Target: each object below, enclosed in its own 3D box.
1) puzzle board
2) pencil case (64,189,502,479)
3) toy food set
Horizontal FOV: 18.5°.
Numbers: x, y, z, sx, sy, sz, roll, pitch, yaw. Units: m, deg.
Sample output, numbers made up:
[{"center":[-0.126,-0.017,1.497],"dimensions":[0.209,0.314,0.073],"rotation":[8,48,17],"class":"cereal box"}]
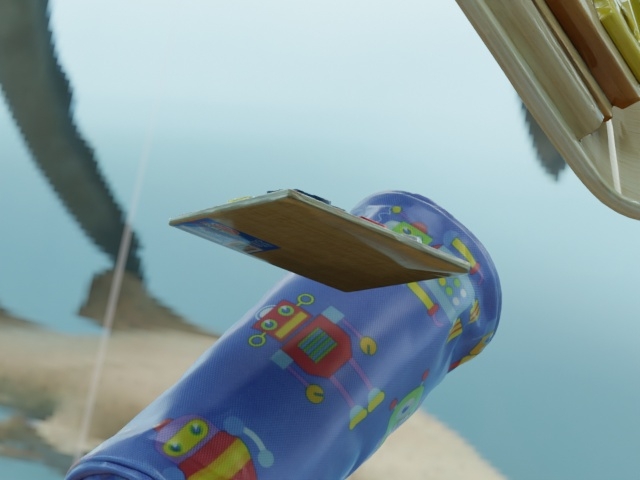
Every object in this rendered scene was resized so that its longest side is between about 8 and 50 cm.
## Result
[{"center":[0.000,0.000,1.012],"dimensions":[0.128,0.011,0.096],"rotation":[22,-21,-38],"class":"puzzle board"},{"center":[-0.017,0.096,1.132],"dimensions":[0.119,0.306,0.133],"rotation":[33,-42,17],"class":"pencil case"},{"center":[0.087,-0.174,0.793],"dimensions":[0.092,0.220,0.306],"rotation":[-27,-61,20],"class":"toy food set"}]
